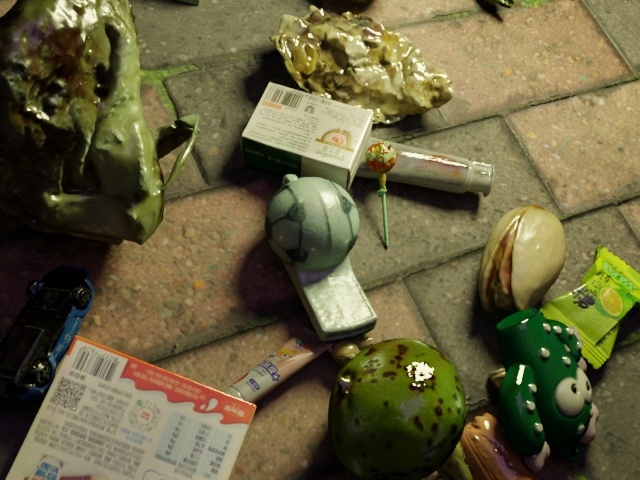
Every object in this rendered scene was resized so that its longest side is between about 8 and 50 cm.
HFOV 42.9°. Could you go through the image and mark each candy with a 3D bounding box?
[{"bbox_3d":[0.495,0.108,1.417,0.149,0.069,0.246,45,59,13],"label":"candy"},{"bbox_3d":[0.108,-0.081,1.403,0.049,0.056,0.184,5,81,-62],"label":"candy"}]

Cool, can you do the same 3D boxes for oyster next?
[{"bbox_3d":[0.082,-0.332,1.513,0.351,0.115,0.238,23,58,-3],"label":"oyster"}]

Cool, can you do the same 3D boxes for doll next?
[{"bbox_3d":[0.051,0.156,1.271,0.061,0.051,0.093,11,57,25],"label":"doll"}]

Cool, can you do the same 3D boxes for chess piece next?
[{"bbox_3d":[0.301,0.252,1.303,0.035,0.035,0.092,-9,69,-20],"label":"chess piece"}]

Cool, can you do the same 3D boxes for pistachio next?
[{"bbox_3d":[0.338,0.031,1.375,0.144,0.144,0.215,30,56,1],"label":"pistachio"}]

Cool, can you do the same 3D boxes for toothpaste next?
[{"bbox_3d":[0.147,-0.137,1.458,0.323,0.066,0.100,11,64,-4],"label":"toothpaste"},{"bbox_3d":[-0.070,0.197,1.219,0.194,0.043,0.067,-35,39,-30],"label":"toothpaste"}]

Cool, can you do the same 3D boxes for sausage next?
[{"bbox_3d":[0.297,0.392,1.192,0.086,0.086,0.289,-24,70,-26],"label":"sausage"}]

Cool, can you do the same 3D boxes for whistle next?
[{"bbox_3d":[0.000,0.000,1.277,0.163,0.163,0.289,-13,52,-22],"label":"whistle"}]

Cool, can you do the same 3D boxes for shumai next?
[{"bbox_3d":[-0.354,-0.145,1.176,0.348,0.395,0.395,46,58,-13],"label":"shumai"}]

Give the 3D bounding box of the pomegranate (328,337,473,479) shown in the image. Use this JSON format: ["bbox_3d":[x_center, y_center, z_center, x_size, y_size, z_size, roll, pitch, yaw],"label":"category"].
[{"bbox_3d":[0.124,0.256,1.160,0.263,0.211,0.211,37,55,-24],"label":"pomegranate"}]

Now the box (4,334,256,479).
[{"bbox_3d":[-0.258,0.298,1.087,0.273,0.048,0.265,23,68,-3],"label":"box"}]

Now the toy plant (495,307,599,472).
[{"bbox_3d":[0.351,0.227,1.254,0.233,0.112,0.243,8,70,-40],"label":"toy plant"}]

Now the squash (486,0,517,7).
[{"bbox_3d":[0.341,-0.586,1.756,0.066,0.066,0.252,-15,66,-23],"label":"squash"}]

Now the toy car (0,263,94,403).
[{"bbox_3d":[-0.388,0.130,1.146,0.103,0.063,0.216,6,55,25],"label":"toy car"}]

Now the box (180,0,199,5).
[{"bbox_3d":[-0.325,-0.541,1.529,0.225,0.086,0.129,10,60,-11],"label":"box"}]

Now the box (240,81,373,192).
[{"bbox_3d":[-0.022,-0.177,1.398,0.199,0.081,0.135,17,59,10],"label":"box"}]
